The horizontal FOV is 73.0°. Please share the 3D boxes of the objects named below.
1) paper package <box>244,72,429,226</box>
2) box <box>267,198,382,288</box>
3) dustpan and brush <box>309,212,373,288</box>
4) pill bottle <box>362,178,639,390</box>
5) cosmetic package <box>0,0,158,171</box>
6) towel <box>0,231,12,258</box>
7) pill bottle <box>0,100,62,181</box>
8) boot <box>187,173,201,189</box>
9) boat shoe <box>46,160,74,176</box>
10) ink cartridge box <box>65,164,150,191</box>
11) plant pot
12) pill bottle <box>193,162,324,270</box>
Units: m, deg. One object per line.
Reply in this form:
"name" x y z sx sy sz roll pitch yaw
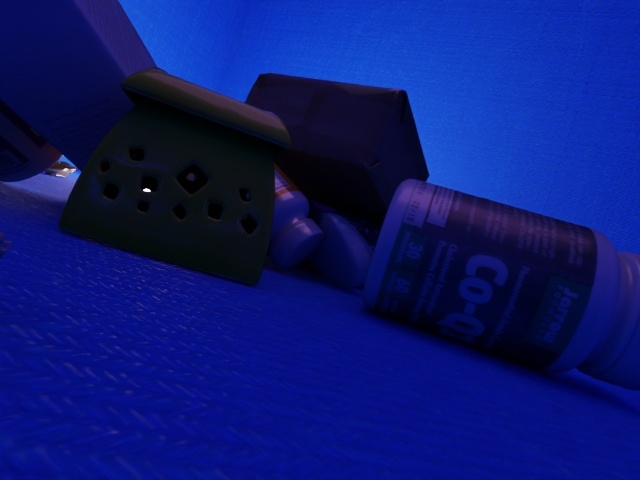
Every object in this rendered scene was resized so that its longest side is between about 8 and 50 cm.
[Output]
"paper package" 0.034 -0.181 0.924 0.325 0.168 0.309 19 -14 29
"box" 0.000 0.000 0.959 0.248 0.141 0.163 20 -1 -8
"dustpan and brush" 0.072 0.056 0.783 0.060 0.147 0.211 -23 61 -31
"pill bottle" 0.258 0.056 0.597 0.362 0.204 0.204 18 1 13
"cosmetic package" -0.366 -0.279 0.636 0.162 0.229 0.453 -20 -24 -3
"towel" -0.201 -0.004 0.065 0.187 0.049 0.282 19 -1 -17
"pill bottle" -0.532 -0.235 0.631 0.170 0.169 0.301 19 -24 20
"boot" -0.274 -0.070 1.025 0.209 0.189 0.076 40 26 1
"boat shoe" -0.807 -0.214 1.312 0.056 0.048 0.153 42 5 -8
"ink cartridge box" -0.336 -0.069 0.893 0.371 0.069 0.176 21 3 23
"plant pot" -0.168 -0.083 0.577 0.229 0.206 0.227 17 2 -15
"pill bottle" -0.108 -0.067 0.787 0.245 0.136 0.136 49 10 16
